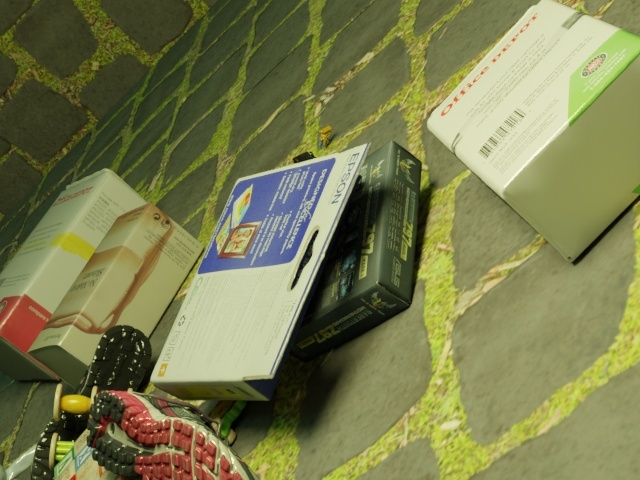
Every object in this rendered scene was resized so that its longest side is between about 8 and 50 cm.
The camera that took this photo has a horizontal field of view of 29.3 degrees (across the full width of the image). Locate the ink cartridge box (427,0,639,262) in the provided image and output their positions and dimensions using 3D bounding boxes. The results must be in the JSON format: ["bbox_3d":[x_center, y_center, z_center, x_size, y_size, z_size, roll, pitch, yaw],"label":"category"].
[{"bbox_3d":[0.244,-0.124,1.263,0.198,0.114,0.273,-46,21,7],"label":"ink cartridge box"}]

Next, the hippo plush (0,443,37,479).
[{"bbox_3d":[-0.560,0.445,1.832,0.234,0.294,0.237,-54,43,26],"label":"hippo plush"}]

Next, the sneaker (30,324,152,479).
[{"bbox_3d":[-0.342,0.271,1.841,0.283,0.107,0.124,-62,6,-33],"label":"sneaker"}]

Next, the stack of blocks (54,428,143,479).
[{"bbox_3d":[-0.275,0.345,1.548,0.171,0.087,0.297,-48,21,4],"label":"stack of blocks"}]

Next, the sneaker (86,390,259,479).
[{"bbox_3d":[-0.152,0.241,1.411,0.299,0.112,0.121,25,107,48],"label":"sneaker"}]

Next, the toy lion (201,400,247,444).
[{"bbox_3d":[-0.132,0.230,1.542,0.100,0.034,0.096,-39,16,28],"label":"toy lion"}]

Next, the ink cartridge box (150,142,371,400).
[{"bbox_3d":[-0.060,0.046,1.477,0.307,0.072,0.304,-7,54,54],"label":"ink cartridge box"}]

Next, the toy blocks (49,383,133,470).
[{"bbox_3d":[-0.300,0.267,1.721,0.054,0.148,0.123,155,120,-85],"label":"toy blocks"}]

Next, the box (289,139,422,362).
[{"bbox_3d":[0.036,0.013,1.490,0.183,0.059,0.233,-34,35,38],"label":"box"}]

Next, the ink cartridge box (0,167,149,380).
[{"bbox_3d":[-0.502,0.072,2.378,0.279,0.160,0.385,-11,43,59],"label":"ink cartridge box"}]

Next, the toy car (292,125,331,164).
[{"bbox_3d":[0.004,-0.127,1.899,0.122,0.060,0.041,-47,-31,-44],"label":"toy car"}]

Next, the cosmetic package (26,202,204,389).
[{"bbox_3d":[-0.341,0.098,2.052,0.153,0.129,0.296,-17,38,53],"label":"cosmetic package"}]
